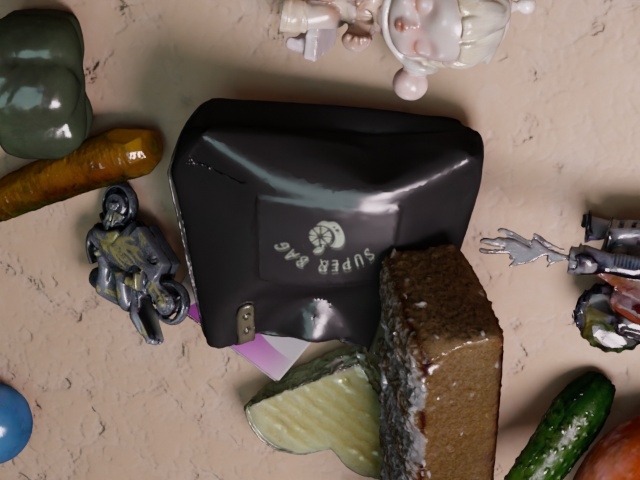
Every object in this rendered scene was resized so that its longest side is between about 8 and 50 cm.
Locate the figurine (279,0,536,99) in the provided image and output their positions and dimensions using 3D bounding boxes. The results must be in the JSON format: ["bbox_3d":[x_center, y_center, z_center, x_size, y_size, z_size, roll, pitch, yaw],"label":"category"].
[{"bbox_3d":[0.091,-0.239,1.770,0.256,0.144,0.182,13,99,13],"label":"figurine"}]

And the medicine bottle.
[{"bbox_3d":[-0.059,0.048,2.000,0.171,0.052,0.201,38,119,-4],"label":"medicine bottle"}]

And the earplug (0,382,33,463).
[{"bbox_3d":[-0.503,0.218,2.180,0.273,0.132,0.132,11,119,7],"label":"earplug"}]

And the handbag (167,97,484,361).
[{"bbox_3d":[0.000,0.000,1.868,0.342,0.152,0.288,5,116,2],"label":"handbag"}]

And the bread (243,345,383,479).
[{"bbox_3d":[0.024,0.196,2.041,0.232,0.064,0.172,14,121,9],"label":"bread"}]

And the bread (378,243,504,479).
[{"bbox_3d":[0.124,0.213,1.864,0.113,0.165,0.416,-8,129,-8],"label":"bread"}]

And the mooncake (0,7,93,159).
[{"bbox_3d":[-0.315,-0.178,1.925,0.104,0.168,0.175,-6,146,2],"label":"mooncake"}]

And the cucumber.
[{"bbox_3d":[0.260,0.242,1.924,0.069,0.227,0.069,35,164,12],"label":"cucumber"}]

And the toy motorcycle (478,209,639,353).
[{"bbox_3d":[0.370,0.044,1.822,0.401,0.134,0.207,15,119,7],"label":"toy motorcycle"}]

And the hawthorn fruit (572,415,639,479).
[{"bbox_3d":[0.392,0.299,1.905,0.235,0.231,0.263,4,78,33],"label":"hawthorn fruit"}]

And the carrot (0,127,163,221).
[{"bbox_3d":[-0.327,-0.070,2.018,0.314,0.066,0.066,-17,110,27],"label":"carrot"}]

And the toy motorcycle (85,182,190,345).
[{"bbox_3d":[-0.227,0.035,2.013,0.124,0.061,0.193,-40,71,33],"label":"toy motorcycle"}]
